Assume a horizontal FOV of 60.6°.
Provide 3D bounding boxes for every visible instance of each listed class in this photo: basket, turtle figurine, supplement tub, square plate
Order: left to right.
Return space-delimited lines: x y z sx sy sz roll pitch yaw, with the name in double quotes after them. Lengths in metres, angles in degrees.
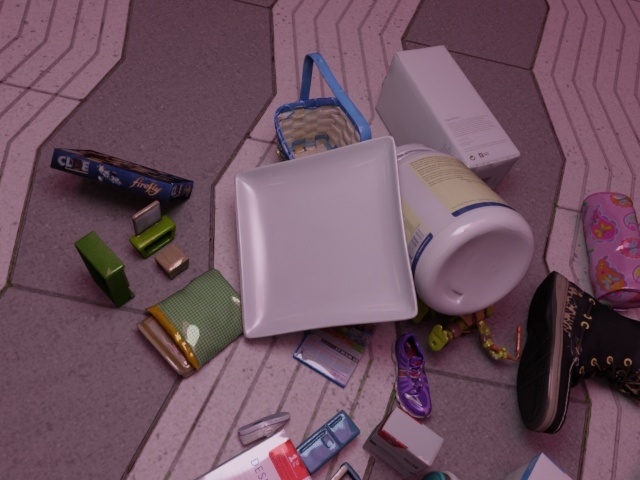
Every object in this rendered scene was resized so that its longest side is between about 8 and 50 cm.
0.000 0.000 1.056 0.348 0.049 0.343 -10 76 21 "square plate"
0.014 -0.224 1.200 0.201 0.288 0.254 -15 61 -24 "basket"
0.237 -0.035 1.093 0.236 0.235 0.324 -9 38 -15 "supplement tub"
0.291 0.146 1.152 0.218 0.087 0.269 -7 67 -34 "turtle figurine"

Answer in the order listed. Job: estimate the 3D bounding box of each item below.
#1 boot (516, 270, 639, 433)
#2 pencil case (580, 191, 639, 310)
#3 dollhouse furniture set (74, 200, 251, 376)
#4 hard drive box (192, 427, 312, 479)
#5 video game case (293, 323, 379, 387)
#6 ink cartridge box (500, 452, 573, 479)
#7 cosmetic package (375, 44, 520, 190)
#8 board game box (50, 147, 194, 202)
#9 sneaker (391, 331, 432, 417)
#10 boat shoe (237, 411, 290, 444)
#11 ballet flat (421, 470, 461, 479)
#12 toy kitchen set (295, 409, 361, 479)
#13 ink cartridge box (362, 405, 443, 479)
0.560 0.256 1.101 0.285 0.138 0.377 25 45 3 "boot"
0.687 0.022 1.284 0.124 0.124 0.283 10 58 -5 "pencil case"
-0.280 0.084 1.048 0.301 0.151 0.198 43 62 15 "dollhouse furniture set"
-0.122 0.452 0.900 0.232 0.089 0.181 -25 68 -23 "hard drive box"
0.036 0.199 1.119 0.119 0.015 0.166 30 60 8 "video game case"
0.367 0.460 0.962 0.092 0.143 0.090 43 44 15 "ink cartridge box"
0.293 -0.275 1.339 0.155 0.197 0.365 -15 65 -19 "cosmetic package"
-0.409 -0.139 1.157 0.244 0.165 0.042 17 98 -1 "board game box"
0.180 0.261 1.076 0.069 0.071 0.169 -5 62 -13 "sneaker"
-0.100 0.345 1.002 0.100 0.035 0.035 -16 91 -23 "boat shoe"
0.173 0.576 0.870 0.139 0.139 0.400 27 58 6 "ballet flat"
0.069 0.393 0.923 0.122 0.166 0.207 -33 71 -25 "toy kitchen set"
0.143 0.362 0.974 0.099 0.135 0.056 35 57 10 "ink cartridge box"
